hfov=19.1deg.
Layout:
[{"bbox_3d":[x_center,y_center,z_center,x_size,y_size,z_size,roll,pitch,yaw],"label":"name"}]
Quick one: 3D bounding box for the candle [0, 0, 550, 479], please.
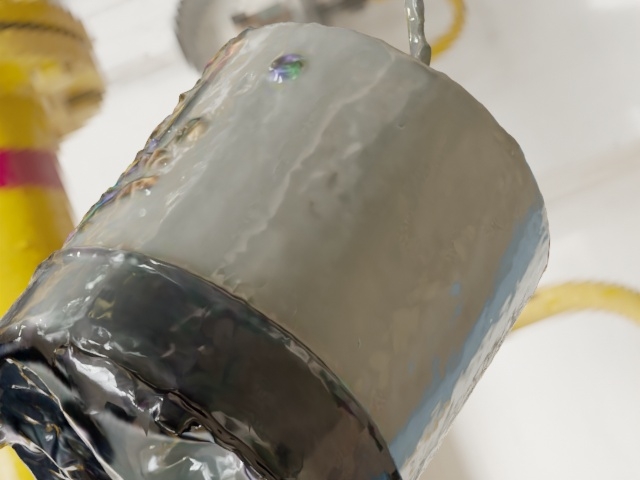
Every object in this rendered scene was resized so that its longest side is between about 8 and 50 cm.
[{"bbox_3d":[0.000,0.000,0.827,0.330,0.187,0.187,-55,-46,-31],"label":"candle"}]
